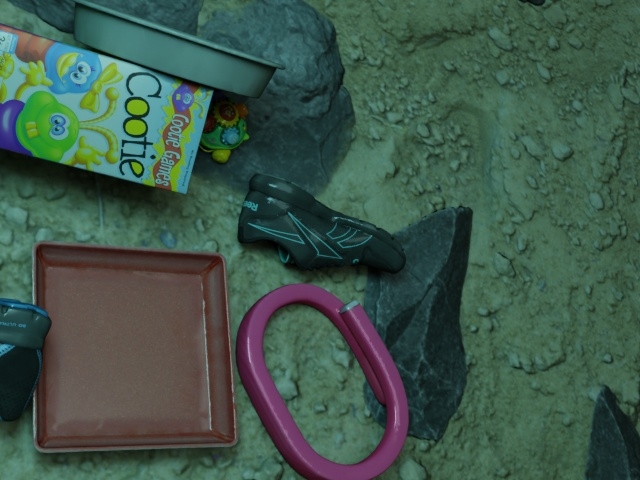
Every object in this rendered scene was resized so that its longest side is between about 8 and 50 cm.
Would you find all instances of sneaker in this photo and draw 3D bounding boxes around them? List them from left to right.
[{"bbox_3d":[-0.472,0.118,1.076,0.341,0.125,0.139,10,87,-18],"label":"sneaker"},{"bbox_3d":[0.000,0.000,1.431,0.267,0.101,0.106,25,82,-20],"label":"sneaker"}]

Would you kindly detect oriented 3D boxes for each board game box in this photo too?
[{"bbox_3d":[-0.297,-0.164,1.245,0.275,0.142,0.144,13,94,-26],"label":"board game box"}]

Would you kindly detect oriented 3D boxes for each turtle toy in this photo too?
[{"bbox_3d":[-0.156,-0.176,1.406,0.130,0.066,0.095,27,60,-19],"label":"turtle toy"}]

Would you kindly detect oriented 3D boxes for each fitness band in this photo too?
[{"bbox_3d":[0.005,0.195,1.369,0.209,0.054,0.291,-27,85,-35],"label":"fitness band"}]

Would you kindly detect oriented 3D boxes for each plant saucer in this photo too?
[{"bbox_3d":[-0.237,0.136,1.253,0.259,0.048,0.258,5,69,-30],"label":"plant saucer"}]

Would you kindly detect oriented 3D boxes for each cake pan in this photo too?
[{"bbox_3d":[-0.193,-0.250,1.308,0.293,0.293,0.054,14,100,-26],"label":"cake pan"}]
